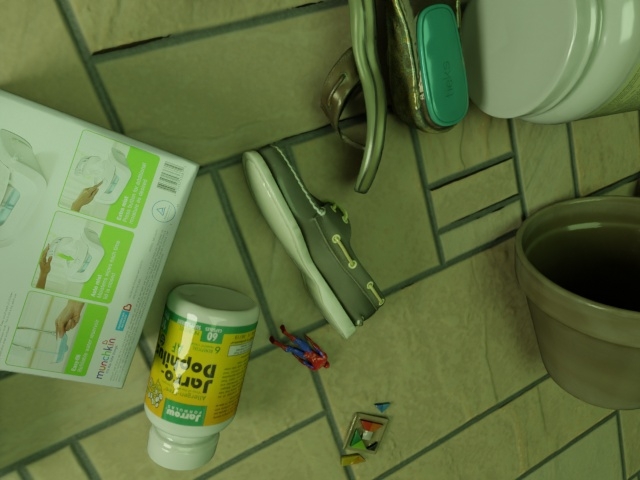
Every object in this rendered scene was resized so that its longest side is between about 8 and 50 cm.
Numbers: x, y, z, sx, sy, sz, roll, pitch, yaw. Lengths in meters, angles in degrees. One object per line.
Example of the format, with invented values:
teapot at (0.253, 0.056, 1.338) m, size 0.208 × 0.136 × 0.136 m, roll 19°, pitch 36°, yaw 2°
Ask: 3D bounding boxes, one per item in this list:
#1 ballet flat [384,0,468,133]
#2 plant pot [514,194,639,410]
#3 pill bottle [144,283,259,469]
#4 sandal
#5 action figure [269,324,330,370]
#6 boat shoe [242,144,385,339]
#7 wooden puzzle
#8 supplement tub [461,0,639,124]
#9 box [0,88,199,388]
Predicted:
ballet flat at (0.125, -0.316, 0.551) m, size 0.123 × 0.123 × 0.348 m, roll -18°, pitch 114°, yaw -17°
plant pot at (0.494, 0.118, 0.707) m, size 0.324 × 0.323 × 0.280 m, roll -23°, pitch 124°, yaw -16°
pill bottle at (-0.156, 0.171, 0.538) m, size 0.118 × 0.118 × 0.208 m, roll 12°, pitch 96°, yaw -23°
sandal at (0.040, -0.213, 0.560) m, size 0.087 × 0.120 × 0.302 m, roll -5°, pitch 102°, yaw 8°
action figure at (-0.025, 0.167, 0.637) m, size 0.115 × 0.030 × 0.038 m, roll 41°, pitch 89°, yaw -28°
boat shoe at (-0.002, -0.001, 0.574) m, size 0.091 × 0.109 × 0.304 m, roll -34°, pitch 116°, yaw -13°
wooden puzzle at (0.079, 0.332, 0.717) m, size 0.079 × 0.014 × 0.116 m, roll 12°, pitch 95°, yaw -23°
supplement tub at (0.392, -0.295, 0.599) m, size 0.325 × 0.235 × 0.235 m, roll -13°, pitch 104°, yaw -19°
box at (-0.286, -0.003, 0.449) m, size 0.231 × 0.127 × 0.261 m, roll 18°, pitch 94°, yaw -23°
